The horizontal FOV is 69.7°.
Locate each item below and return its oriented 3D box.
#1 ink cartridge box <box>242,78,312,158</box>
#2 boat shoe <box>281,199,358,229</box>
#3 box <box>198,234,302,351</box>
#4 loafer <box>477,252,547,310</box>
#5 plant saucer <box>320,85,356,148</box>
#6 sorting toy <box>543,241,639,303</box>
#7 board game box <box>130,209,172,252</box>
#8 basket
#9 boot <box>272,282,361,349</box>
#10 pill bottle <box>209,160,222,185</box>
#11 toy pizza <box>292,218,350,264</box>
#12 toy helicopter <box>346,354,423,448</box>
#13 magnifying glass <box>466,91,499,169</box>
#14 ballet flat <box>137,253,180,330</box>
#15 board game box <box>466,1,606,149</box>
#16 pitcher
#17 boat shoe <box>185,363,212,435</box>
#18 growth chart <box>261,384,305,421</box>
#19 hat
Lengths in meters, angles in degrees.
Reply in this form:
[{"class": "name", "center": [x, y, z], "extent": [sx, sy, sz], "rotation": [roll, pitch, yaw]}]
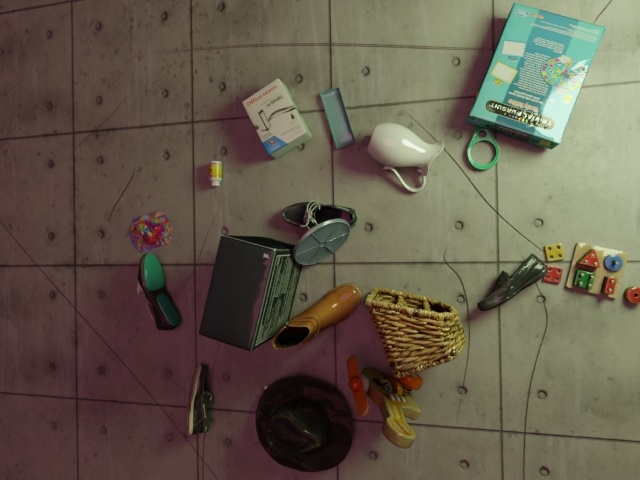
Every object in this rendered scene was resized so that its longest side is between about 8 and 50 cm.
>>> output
[{"class": "ink cartridge box", "center": [-0.141, -0.392, 1.492], "extent": [0.148, 0.086, 0.203], "rotation": [-29, 84, 12]}, {"class": "boat shoe", "center": [-0.008, -0.077, 1.460], "extent": [0.254, 0.079, 0.095], "rotation": [9, 91, 14]}, {"class": "box", "center": [-0.197, 0.143, 1.398], "extent": [0.182, 0.294, 0.296], "rotation": [14, 93, 14]}, {"class": "loafer", "center": [0.543, 0.123, 1.327], "extent": [0.223, 0.076, 0.078], "rotation": [-36, 76, 7]}, {"class": "plant saucer", "center": [0.057, -0.393, 1.478], "extent": [0.067, 0.018, 0.192], "rotation": [-17, 85, 13]}, {"class": "sorting toy", "center": [0.766, 0.081, 1.283], "extent": [0.274, 0.046, 0.132], "rotation": [14, 93, 14]}, {"class": "board game box", "center": [-0.613, -0.033, 1.637], "extent": [0.168, 0.033, 0.133], "rotation": [-16, 86, 13]}, {"class": "basket", "center": [0.269, 0.212, 1.276], "extent": [0.213, 0.299, 0.223], "rotation": [-23, 85, 13]}, {"class": "boot", "center": [-0.012, 0.231, 1.388], "extent": [0.283, 0.220, 0.109], "rotation": [-29, 83, 12]}, {"class": "pill bottle", "center": [-0.358, -0.227, 1.567], "extent": [0.043, 0.043, 0.083], "rotation": [0, 90, 14]}, {"class": "toy pizza", "center": [0.000, 0.000, 1.404], "extent": [0.201, 0.201, 0.032], "rotation": [-41, 61, 11]}, {"class": "toy helicopter", "center": [0.177, 0.443, 1.271], "extent": [0.235, 0.355, 0.140], "rotation": [29, 97, -5]}, {"class": "magnifying glass", "center": [0.480, -0.325, 1.367], "extent": [0.092, 0.026, 0.231], "rotation": [-3, 88, 14]}, {"class": "ballet flat", "center": [-0.585, 0.187, 1.602], "extent": [0.096, 0.095, 0.281], "rotation": [-24, 84, 25]}, {"class": "board game box", "center": [0.599, -0.461, 1.296], "extent": [0.253, 0.079, 0.336], "rotation": [22, 92, 10]}, {"class": "pitcher", "center": [0.241, -0.251, 1.387], "extent": [0.207, 0.125, 0.178], "rotation": [20, 110, 2]}, {"class": "boat shoe", "center": [-0.410, 0.541, 1.574], "extent": [0.079, 0.084, 0.233], "rotation": [7, 83, -24]}, {"class": "growth chart", "center": [-0.094, 0.581, 1.510], "extent": [0.237, 0.021, 0.172], "rotation": [16, 93, 14]}, {"class": "hat", "center": [-0.069, 0.588, 1.426], "extent": [0.331, 0.134, 0.332], "rotation": [-1, 87, 15]}]
